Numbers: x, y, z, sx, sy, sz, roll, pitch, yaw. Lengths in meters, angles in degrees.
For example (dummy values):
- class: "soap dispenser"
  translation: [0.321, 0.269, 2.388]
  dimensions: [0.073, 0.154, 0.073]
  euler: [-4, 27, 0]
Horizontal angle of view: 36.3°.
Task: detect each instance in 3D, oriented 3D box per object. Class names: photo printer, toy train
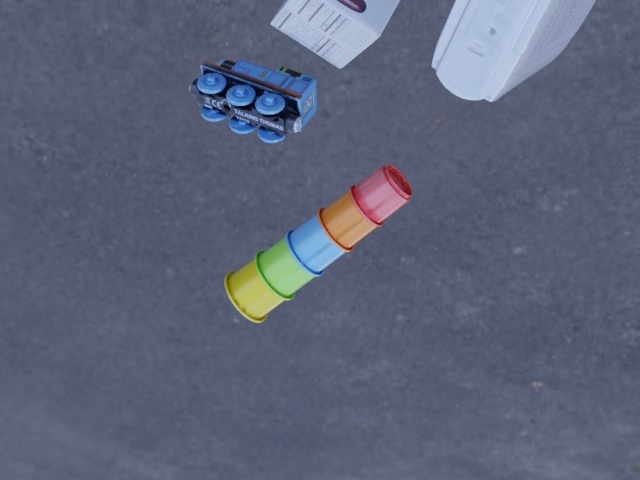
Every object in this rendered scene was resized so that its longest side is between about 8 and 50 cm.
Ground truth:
- class: "photo printer"
  translation: [0.277, -0.324, 1.215]
  dimensions: [0.107, 0.307, 0.256]
  euler: [35, 126, 15]
- class: "toy train"
  translation: [-0.096, -0.209, 1.413]
  dimensions: [0.184, 0.105, 0.080]
  euler: [22, 142, 19]

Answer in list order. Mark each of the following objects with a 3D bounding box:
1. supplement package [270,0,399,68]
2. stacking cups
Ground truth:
- class: "supplement package"
  translation: [0.064, -0.439, 1.553]
  dimensions: [0.145, 0.262, 0.204]
  euler: [31, 168, -12]
- class: "stacking cups"
  translation: [0.000, 0.000, 1.470]
  dimensions: [0.316, 0.096, 0.096]
  euler: [-37, 129, 19]
